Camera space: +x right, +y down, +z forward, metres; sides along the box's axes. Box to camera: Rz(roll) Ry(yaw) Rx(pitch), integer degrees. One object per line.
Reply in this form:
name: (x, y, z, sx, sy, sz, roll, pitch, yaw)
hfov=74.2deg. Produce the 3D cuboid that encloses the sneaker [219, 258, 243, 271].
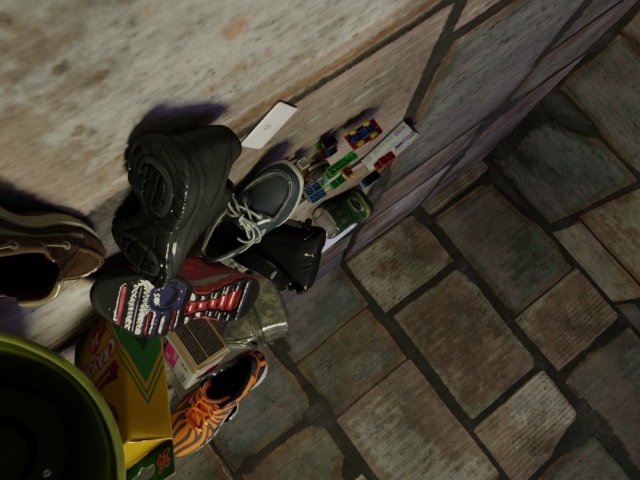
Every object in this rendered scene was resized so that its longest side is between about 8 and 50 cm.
sneaker: (-0.208, 0.057, 0.983, 0.158, 0.061, 0.065, -29, 173, -40)

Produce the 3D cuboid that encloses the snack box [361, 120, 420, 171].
snack box: (0.176, -0.231, 1.056, 0.141, 0.037, 0.100, -41, 171, 23)

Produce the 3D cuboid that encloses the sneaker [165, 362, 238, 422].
sneaker: (-0.344, 0.371, 1.203, 0.130, 0.323, 0.236, -54, 172, -8)

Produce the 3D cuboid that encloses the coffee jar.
coffee jar: (0.070, -0.080, 1.216, 0.184, 0.096, 0.079, -28, 170, -40)

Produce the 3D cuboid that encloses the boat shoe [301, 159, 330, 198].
boat shoe: (-0.037, -0.104, 0.852, 0.152, 0.049, 0.056, -36, 172, -4)

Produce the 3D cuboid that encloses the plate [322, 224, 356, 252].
plate: (0.000, 0.000, 1.497, 0.277, 0.045, 0.278, -39, 170, 6)

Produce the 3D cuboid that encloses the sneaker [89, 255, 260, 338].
sneaker: (-0.260, 0.085, 0.751, 0.314, 0.136, 0.115, 9, 107, -53)

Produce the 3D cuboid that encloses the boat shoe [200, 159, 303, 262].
boat shoe: (-0.126, -0.041, 0.721, 0.255, 0.095, 0.079, -33, -174, 38)

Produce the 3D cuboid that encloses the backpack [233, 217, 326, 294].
backpack: (-0.090, 0.019, 0.869, 0.115, 0.182, 0.151, 28, 77, -76)

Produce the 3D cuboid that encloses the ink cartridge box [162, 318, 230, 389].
ink cartridge box: (-0.316, 0.224, 0.970, 0.088, 0.193, 0.234, -31, 168, -35)

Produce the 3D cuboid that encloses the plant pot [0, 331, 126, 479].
plant pot: (-0.458, 0.311, 0.537, 0.367, 0.366, 0.353, -31, 180, -32)

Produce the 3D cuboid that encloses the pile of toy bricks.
pile of toy bricks: (0.031, -0.128, 0.795, 0.212, 0.118, 0.105, -34, 177, -13)

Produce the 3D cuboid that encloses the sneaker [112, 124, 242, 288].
sneaker: (-0.176, -0.034, 0.543, 0.130, 0.109, 0.286, -40, 178, -43)

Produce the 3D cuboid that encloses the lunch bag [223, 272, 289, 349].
lunch bag: (-0.245, 0.245, 1.338, 0.256, 0.212, 0.305, -18, 165, -12)

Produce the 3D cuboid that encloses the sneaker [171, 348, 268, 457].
sneaker: (-0.266, 0.375, 0.984, 0.321, 0.125, 0.180, -48, 169, -8)

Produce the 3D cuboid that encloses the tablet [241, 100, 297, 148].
tablet: (-0.072, -0.160, 0.595, 0.083, 0.006, 0.054, -42, 169, 22)

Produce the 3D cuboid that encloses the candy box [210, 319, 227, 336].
candy box: (-0.256, 0.178, 1.117, 0.105, 0.027, 0.205, 78, 26, -78)

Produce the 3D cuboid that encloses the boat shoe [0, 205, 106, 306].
boat shoe: (-0.290, 0.025, 0.411, 0.095, 0.095, 0.257, -37, 171, 0)

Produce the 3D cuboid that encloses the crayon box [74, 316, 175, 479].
crayon box: (-0.354, 0.279, 0.744, 0.081, 0.318, 0.202, 20, 127, -45)
